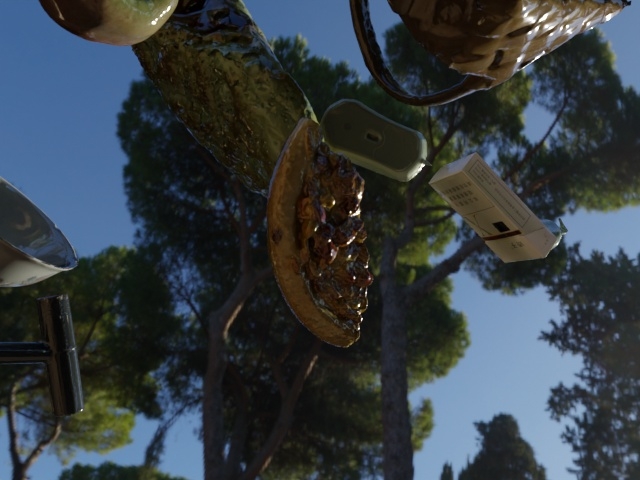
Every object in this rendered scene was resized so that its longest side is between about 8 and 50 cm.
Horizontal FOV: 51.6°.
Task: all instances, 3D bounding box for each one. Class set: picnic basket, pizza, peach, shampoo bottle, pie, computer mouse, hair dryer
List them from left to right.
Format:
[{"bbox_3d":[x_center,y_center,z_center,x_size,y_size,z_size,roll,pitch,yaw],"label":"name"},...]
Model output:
[{"bbox_3d":[-0.429,0.174,0.907,0.050,0.194,0.173,-13,-93,47],"label":"hair dryer"},{"bbox_3d":[-0.117,-0.146,0.355,0.083,0.083,0.083,6,-50,7],"label":"peach"},{"bbox_3d":[-0.126,-0.207,1.034,0.180,0.418,0.395,-35,-16,-5],"label":"pie"},{"bbox_3d":[0.003,0.000,0.669,0.058,0.127,0.247,14,-71,44],"label":"pizza"},{"bbox_3d":[0.087,-0.151,1.023,0.181,0.056,0.089,24,-90,5],"label":"computer mouse"},{"bbox_3d":[0.151,-0.320,0.818,0.337,0.337,0.293,-19,-94,26],"label":"picnic basket"},{"bbox_3d":[0.359,-0.007,1.096,0.195,0.056,0.056,-5,-34,-42],"label":"shampoo bottle"}]

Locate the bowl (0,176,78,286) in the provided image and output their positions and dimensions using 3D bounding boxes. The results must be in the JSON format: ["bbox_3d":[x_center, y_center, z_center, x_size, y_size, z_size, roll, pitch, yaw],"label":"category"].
[{"bbox_3d":[-0.346,-0.006,0.665,0.189,0.189,0.086,43,-90,-22],"label":"bowl"}]

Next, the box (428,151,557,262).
[{"bbox_3d":[0.217,-0.038,0.840,0.154,0.040,0.084,45,-21,-10],"label":"box"}]
